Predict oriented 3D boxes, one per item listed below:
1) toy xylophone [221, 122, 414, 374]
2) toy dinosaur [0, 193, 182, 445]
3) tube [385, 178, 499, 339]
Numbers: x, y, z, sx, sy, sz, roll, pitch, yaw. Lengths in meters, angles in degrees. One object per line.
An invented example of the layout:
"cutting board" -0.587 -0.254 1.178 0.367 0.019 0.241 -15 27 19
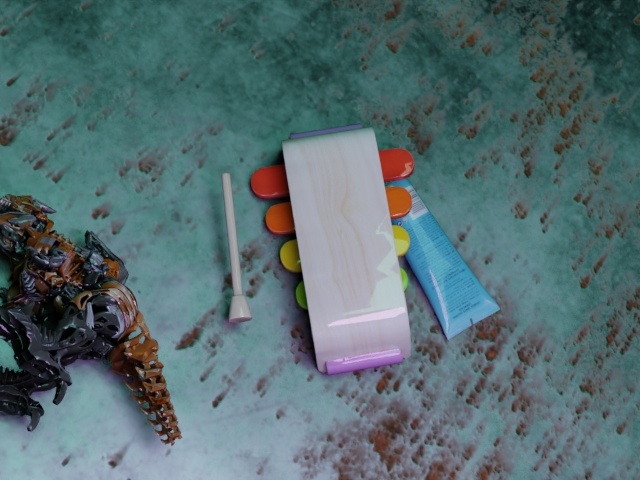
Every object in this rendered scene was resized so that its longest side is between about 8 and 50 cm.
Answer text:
"toy xylophone" 0.000 0.000 1.752 0.236 0.081 0.323 -1 72 1
"toy dinosaur" -0.270 0.088 1.595 0.322 0.164 0.218 32 41 20
"tube" 0.140 0.018 1.826 0.080 0.052 0.207 -30 83 -10
